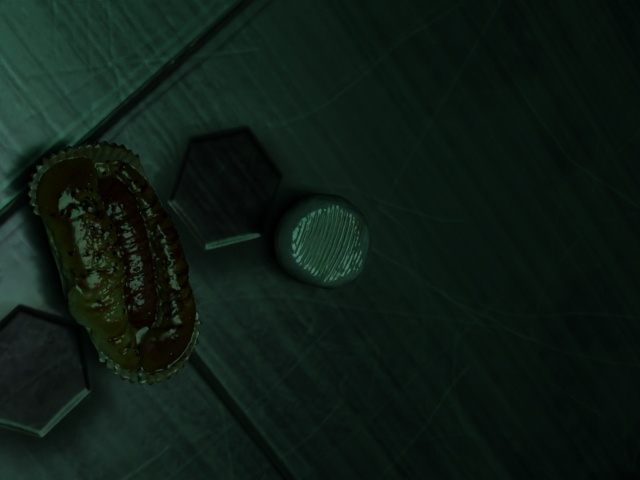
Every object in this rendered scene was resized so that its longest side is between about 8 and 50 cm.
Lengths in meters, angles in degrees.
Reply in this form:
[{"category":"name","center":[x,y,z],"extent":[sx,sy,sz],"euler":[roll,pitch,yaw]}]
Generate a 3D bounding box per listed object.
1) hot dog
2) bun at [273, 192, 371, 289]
[{"category":"hot dog","center":[-0.147,0.017,1.144],"extent":[0.099,0.053,0.192],"euler":[-25,106,-22]},{"category":"bun","center":[0.000,0.000,1.234],"extent":[0.083,0.045,0.083],"euler":[-3,96,-27]}]
